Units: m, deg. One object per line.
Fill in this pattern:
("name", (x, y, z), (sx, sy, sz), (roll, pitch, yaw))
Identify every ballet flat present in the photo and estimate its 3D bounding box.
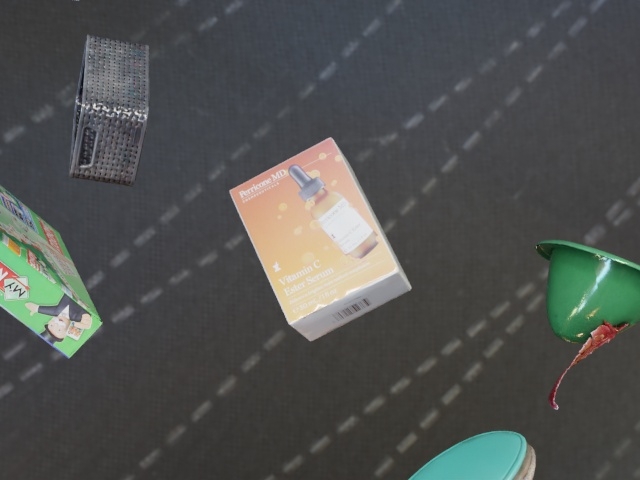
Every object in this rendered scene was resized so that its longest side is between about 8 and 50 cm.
("ballet flat", (0.094, 0.268, 1.006), (0.316, 0.108, 0.106), (-28, 112, -50))

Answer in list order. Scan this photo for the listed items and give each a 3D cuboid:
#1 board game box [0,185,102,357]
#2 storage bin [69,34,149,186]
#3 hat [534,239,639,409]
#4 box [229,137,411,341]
("board game box", (-0.318, -0.019, 1.120), (0.046, 0.317, 0.213), (-48, 113, -2))
("storage bin", (-0.270, -0.168, 1.550), (0.084, 0.180, 0.122), (8, 129, -15))
("hat", (0.289, 0.112, 1.353), (0.208, 0.173, 0.183), (27, 80, -38))
("box", (0.000, 0.000, 1.303), (0.130, 0.170, 0.091), (-28, 160, 5))
